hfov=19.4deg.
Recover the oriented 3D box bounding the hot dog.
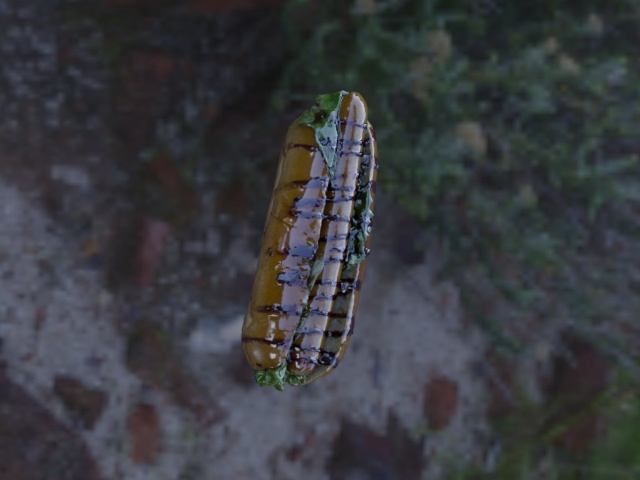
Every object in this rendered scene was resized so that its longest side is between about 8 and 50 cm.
[{"bbox_3d":[0.000,0.000,0.727,0.049,0.037,0.122,18,78,-38],"label":"hot dog"}]
